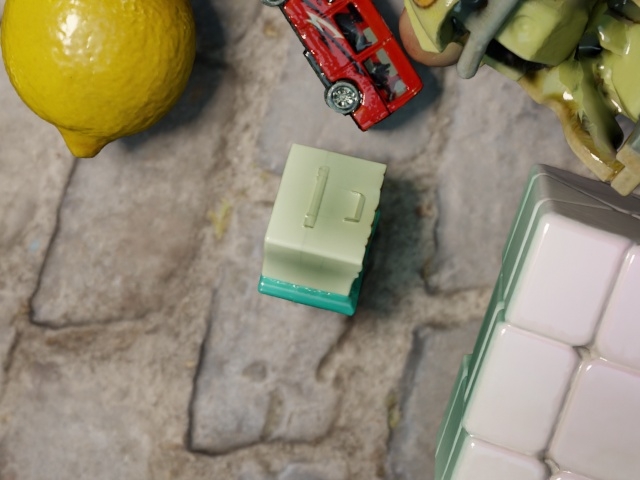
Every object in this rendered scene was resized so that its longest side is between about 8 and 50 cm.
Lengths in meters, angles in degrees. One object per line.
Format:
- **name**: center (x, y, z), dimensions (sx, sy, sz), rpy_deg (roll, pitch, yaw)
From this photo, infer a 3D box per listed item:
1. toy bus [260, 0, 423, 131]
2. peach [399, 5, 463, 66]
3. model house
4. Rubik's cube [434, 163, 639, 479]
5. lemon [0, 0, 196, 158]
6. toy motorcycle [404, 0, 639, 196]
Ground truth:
- **toy bus**: center (0.013, -0.202, 1.914), dimensions (0.089, 0.081, 0.195), rpy_deg (-33, 96, 1)
- **peach**: center (0.113, -0.205, 1.903), dimensions (0.083, 0.083, 0.083), rpy_deg (1, 100, 5)
- **model house**: center (0.000, 0.000, 1.931), dimensions (0.100, 0.149, 0.127), rpy_deg (15, 58, 1)
- **Rubik's cube**: center (0.295, 0.139, 1.827), dimensions (0.319, 0.322, 0.315), rpy_deg (18, 100, 1)
- **lemon**: center (-0.209, -0.198, 1.883), dimensions (0.187, 0.187, 0.244), rpy_deg (7, 101, 4)
- **toy motorcycle**: center (0.227, -0.199, 1.809), dimensions (0.410, 0.237, 0.168), rpy_deg (32, 125, -4)
